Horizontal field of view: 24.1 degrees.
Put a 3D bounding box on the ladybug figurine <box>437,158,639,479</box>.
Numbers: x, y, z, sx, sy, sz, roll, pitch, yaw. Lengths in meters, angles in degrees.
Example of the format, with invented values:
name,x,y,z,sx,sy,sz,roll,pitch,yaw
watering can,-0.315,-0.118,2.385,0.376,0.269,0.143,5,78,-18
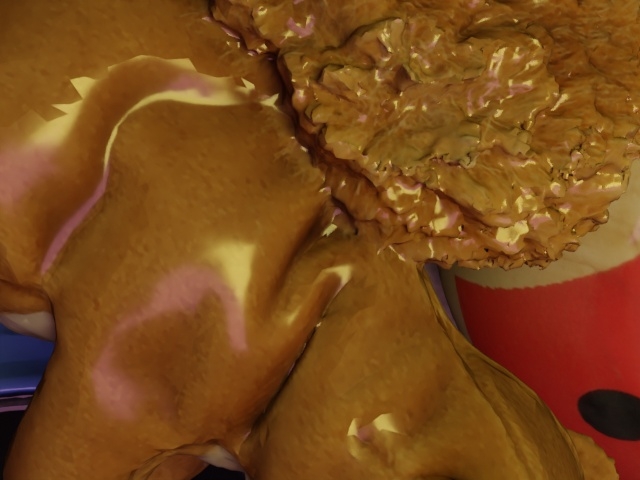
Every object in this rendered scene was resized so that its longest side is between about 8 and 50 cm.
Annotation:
name,x,y,z,sx,sy,sz,roll,pitch,yaw
ladybug figurine,0.253,0.045,0.920,0.305,0.162,0.449,-37,118,11

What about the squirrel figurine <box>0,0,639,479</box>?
name,x,y,z,sx,sy,sz,roll,pitch,yaw
squirrel figurine,0.000,0.000,0.710,0.370,0.281,0.397,42,101,20

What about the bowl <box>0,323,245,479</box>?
name,x,y,z,sx,sy,sz,roll,pitch,yaw
bowl,-0.184,0.227,1.002,0.391,0.077,0.391,-4,119,-7
